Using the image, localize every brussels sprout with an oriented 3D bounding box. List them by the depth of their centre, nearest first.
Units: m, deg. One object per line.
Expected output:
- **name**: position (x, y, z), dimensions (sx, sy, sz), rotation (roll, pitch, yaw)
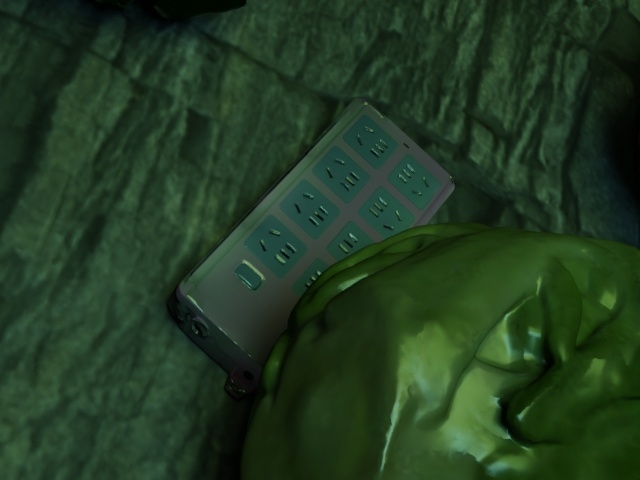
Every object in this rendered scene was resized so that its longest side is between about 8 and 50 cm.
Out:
- **brussels sprout**: position (0.112, 0.127, 0.743), dimensions (0.328, 0.247, 0.327), rotation (20, 55, -33)

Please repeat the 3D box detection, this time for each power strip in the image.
- **power strip**: position (0.000, 0.000, 0.879), dimensions (0.109, 0.037, 0.279), rotation (43, 51, -3)

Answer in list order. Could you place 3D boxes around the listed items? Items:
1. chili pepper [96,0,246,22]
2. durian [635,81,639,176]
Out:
- **chili pepper**: position (-0.121, -0.305, 0.876), dimensions (0.249, 0.233, 0.256), rotation (-6, 74, -15)
- **durian**: position (0.447, -0.091, 1.028), dimensions (0.348, 0.347, 0.384), rotation (40, 17, -4)
